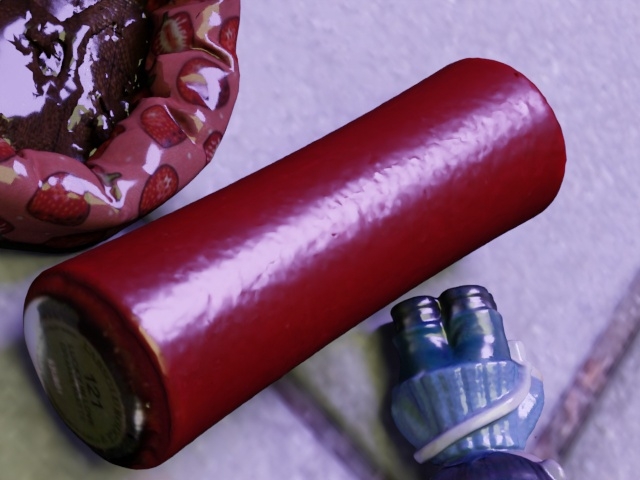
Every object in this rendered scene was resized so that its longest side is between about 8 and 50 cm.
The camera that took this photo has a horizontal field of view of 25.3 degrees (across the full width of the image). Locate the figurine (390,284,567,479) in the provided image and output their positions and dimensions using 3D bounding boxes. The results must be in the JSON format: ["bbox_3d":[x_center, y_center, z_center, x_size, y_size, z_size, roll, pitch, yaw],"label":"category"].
[{"bbox_3d":[0.065,0.085,0.564,0.077,0.079,0.136,-14,82,4],"label":"figurine"}]

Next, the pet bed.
[{"bbox_3d":[-0.115,-0.089,0.524,0.201,0.053,0.201,16,63,-35],"label":"pet bed"}]

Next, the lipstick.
[{"bbox_3d":[0.000,0.000,0.550,0.241,0.080,0.080,-30,90,-38],"label":"lipstick"}]
